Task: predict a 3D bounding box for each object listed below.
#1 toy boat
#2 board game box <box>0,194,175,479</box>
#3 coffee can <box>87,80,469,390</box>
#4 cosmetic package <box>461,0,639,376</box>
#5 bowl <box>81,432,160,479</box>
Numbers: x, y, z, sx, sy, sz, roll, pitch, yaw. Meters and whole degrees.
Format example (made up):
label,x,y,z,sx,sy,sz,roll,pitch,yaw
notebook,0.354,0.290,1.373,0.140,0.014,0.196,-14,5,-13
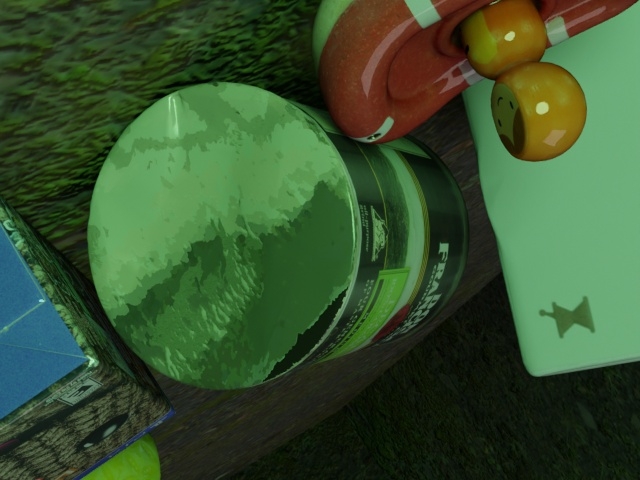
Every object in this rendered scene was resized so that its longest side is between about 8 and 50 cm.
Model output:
label,x,y,z,sx,sy,sz,roll,pitch,yaw
toy boat,0.112,-0.117,0.584,0.231,0.151,0.151,-24,162,19
board game box,-0.258,0.118,0.690,0.232,0.141,0.291,-34,166,-8
coffee can,-0.017,-0.003,0.743,0.201,0.202,0.275,-40,165,19
cosmetic package,0.361,-0.081,0.929,0.327,0.330,0.393,-14,178,26
bowl,-0.316,0.261,0.938,0.289,0.289,0.156,-38,124,10
